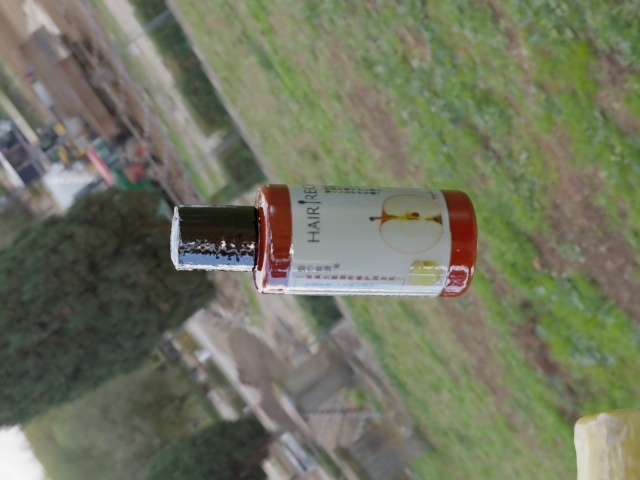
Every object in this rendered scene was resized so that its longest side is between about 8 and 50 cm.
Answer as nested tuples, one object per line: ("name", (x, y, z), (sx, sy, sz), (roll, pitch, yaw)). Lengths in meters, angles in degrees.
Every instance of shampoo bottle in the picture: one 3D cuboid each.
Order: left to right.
("shampoo bottle", (0.000, 0.000, 1.127), (0.104, 0.278, 0.104), (-179, 90, -80))

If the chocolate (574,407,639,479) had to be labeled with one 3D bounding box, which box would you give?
("chocolate", (0.234, 0.333, 0.790), (0.162, 0.162, 0.445), (101, 169, -77))
